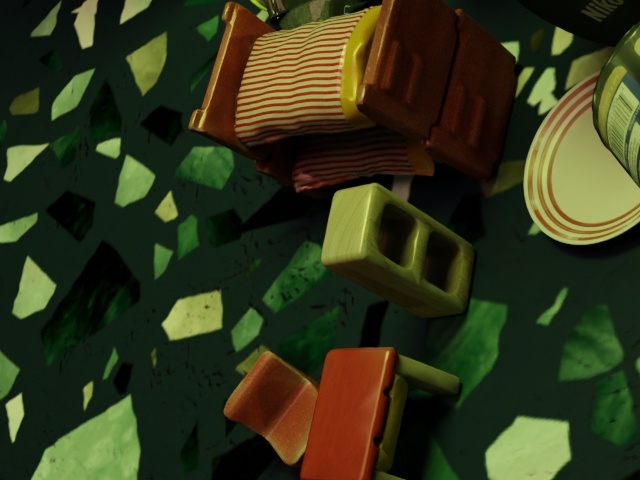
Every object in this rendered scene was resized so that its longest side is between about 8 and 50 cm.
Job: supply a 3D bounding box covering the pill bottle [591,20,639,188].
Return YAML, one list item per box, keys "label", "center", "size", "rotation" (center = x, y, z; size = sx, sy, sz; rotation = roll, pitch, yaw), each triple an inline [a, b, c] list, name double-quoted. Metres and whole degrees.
- label: "pill bottle"
  center: [0.256, -0.038, 0.926]
  size: [0.123, 0.122, 0.219]
  rotation: [-46, 41, 17]

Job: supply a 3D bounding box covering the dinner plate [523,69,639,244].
- label: "dinner plate"
  center: [0.204, -0.060, 1.130]
  size: [0.141, 0.017, 0.141]
  rotation: [-25, 50, 35]

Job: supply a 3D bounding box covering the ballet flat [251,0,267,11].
- label: "ballet flat"
  center: [-0.031, -0.300, 1.499]
  size: [0.077, 0.077, 0.231]
  rotation: [-33, 39, 60]

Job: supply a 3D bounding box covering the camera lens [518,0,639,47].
- label: "camera lens"
  center: [0.232, -0.279, 1.069]
  size: [0.219, 0.219, 0.274]
  rotation: [7, 73, 49]

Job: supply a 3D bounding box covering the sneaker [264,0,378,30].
- label: "sneaker"
  center: [0.054, -0.225, 1.361]
  size: [0.216, 0.079, 0.121]
  rotation: [-10, 85, 27]

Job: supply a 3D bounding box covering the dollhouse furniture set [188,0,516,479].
- label: "dollhouse furniture set"
  center: [0.000, 0.000, 1.206]
  size: [0.201, 0.152, 0.374]
  rotation: [-7, 63, 45]
